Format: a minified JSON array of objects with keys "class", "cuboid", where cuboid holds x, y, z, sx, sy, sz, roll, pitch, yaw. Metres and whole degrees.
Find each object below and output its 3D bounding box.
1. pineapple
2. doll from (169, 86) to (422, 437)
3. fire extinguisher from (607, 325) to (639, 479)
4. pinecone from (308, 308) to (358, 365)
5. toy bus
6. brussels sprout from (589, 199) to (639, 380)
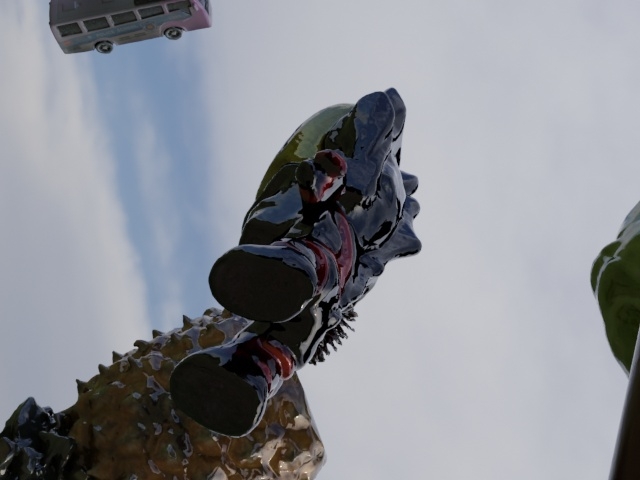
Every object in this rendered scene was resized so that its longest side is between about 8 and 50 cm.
[{"class":"pineapple","cuboid":[-0.169,0.169,0.947,0.169,0.340,0.169,55,-22,35]},{"class":"doll","cuboid":[-0.002,-0.003,0.640,0.088,0.249,0.127,47,-60,-4]},{"class":"fire extinguisher","cuboid":[0.201,0.186,0.687,0.147,0.106,0.337,158,-53,-72]},{"class":"pinecone","cuboid":[-0.005,0.083,1.302,0.083,0.077,0.077,-65,-163,-19]},{"class":"toy bus","cuboid":[-0.157,-0.188,1.086,0.052,0.130,0.037,68,14,-59]},{"class":"brussels sprout","cuboid":[0.403,0.050,1.273,0.274,0.316,0.242,43,-38,-11]}]
